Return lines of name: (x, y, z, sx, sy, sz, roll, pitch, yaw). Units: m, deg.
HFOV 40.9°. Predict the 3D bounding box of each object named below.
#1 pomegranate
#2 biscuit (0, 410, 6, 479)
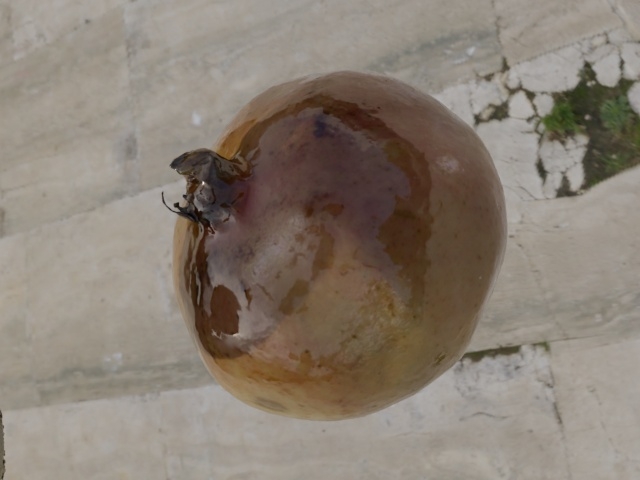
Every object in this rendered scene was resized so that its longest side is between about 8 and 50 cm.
pomegranate: (0.000, 0.000, 0.805, 0.338, 0.338, 0.338, -3, 85, 35)
biscuit: (-0.292, 0.138, 0.705, 0.152, 0.020, 0.152, 16, 111, 47)
